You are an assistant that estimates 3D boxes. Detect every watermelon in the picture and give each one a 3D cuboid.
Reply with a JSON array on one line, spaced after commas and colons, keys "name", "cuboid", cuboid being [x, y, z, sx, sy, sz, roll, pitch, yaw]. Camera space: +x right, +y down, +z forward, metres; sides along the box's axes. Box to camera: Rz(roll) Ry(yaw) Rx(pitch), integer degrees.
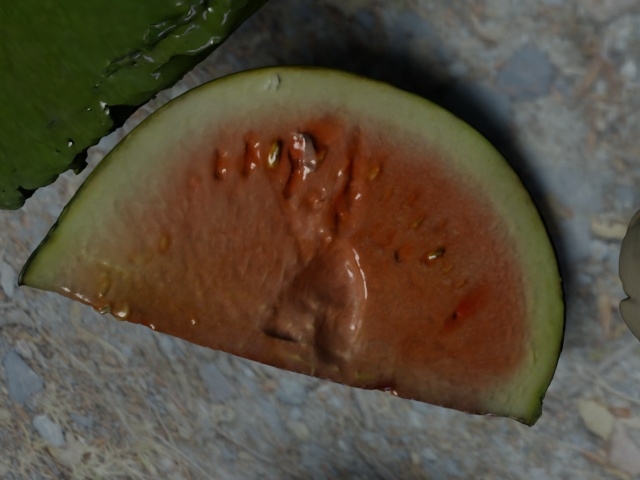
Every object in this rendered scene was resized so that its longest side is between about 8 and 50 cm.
[{"name": "watermelon", "cuboid": [-0.007, -0.010, 0.641, 0.303, 0.159, 0.128, 17, 177, -21]}]

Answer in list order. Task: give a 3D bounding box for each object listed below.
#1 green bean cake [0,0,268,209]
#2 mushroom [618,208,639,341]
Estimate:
[{"name": "green bean cake", "cuboid": [-0.167, -0.212, 0.592, 0.335, 0.218, 0.319, -21, 114, 47]}, {"name": "mushroom", "cuboid": [0.248, 0.040, 0.407, 0.154, 0.137, 0.407, 38, 178, -7]}]
